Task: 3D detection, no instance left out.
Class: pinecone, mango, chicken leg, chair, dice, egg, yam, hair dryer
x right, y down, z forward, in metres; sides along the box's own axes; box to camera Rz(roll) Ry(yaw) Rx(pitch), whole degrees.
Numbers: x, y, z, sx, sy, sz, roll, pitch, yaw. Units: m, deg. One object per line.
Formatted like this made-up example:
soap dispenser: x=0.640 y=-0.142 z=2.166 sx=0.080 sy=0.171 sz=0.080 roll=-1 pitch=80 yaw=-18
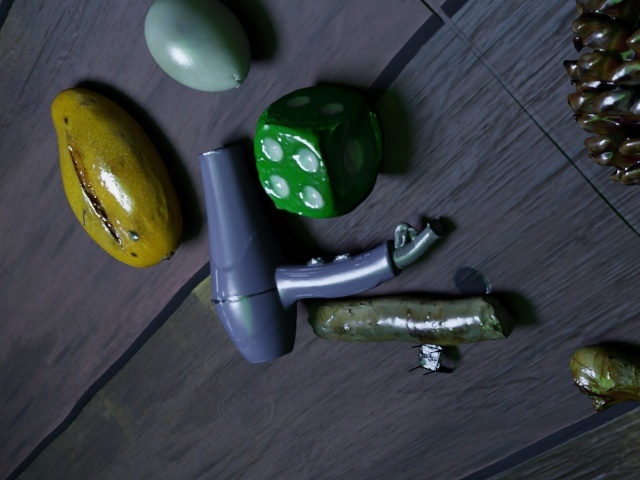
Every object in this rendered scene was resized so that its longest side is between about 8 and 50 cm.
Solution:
pinecone: x=0.332 y=-0.157 z=0.973 sx=0.224 sy=0.224 sz=0.273 roll=-21 pitch=81 yaw=45
mango: x=-0.312 y=-0.092 z=1.600 sx=0.177 sy=0.120 sz=0.295 roll=-19 pitch=107 yaw=43
chicken leg: x=0.385 y=0.180 z=1.289 sx=0.178 sy=0.070 sz=0.093 roll=14 pitch=134 yaw=19
chair: x=0.151 y=0.162 z=1.465 sx=0.037 sy=0.086 sz=0.042 roll=14 pitch=92 yaw=30
dice: x=-0.003 y=-0.111 z=1.330 sx=0.120 sy=0.131 sz=0.128 roll=14 pitch=130 yaw=31
egg: x=-0.154 y=-0.252 z=1.361 sx=0.152 sy=0.114 sz=0.114 roll=41 pitch=137 yaw=5
yam: x=0.114 y=0.107 z=1.445 sx=0.317 sy=0.071 sz=0.067 roll=-4 pitch=82 yaw=41
hair dryer: x=0.000 y=0.000 z=1.441 sx=0.361 sy=0.121 sz=0.301 roll=-9 pitch=97 yaw=28
